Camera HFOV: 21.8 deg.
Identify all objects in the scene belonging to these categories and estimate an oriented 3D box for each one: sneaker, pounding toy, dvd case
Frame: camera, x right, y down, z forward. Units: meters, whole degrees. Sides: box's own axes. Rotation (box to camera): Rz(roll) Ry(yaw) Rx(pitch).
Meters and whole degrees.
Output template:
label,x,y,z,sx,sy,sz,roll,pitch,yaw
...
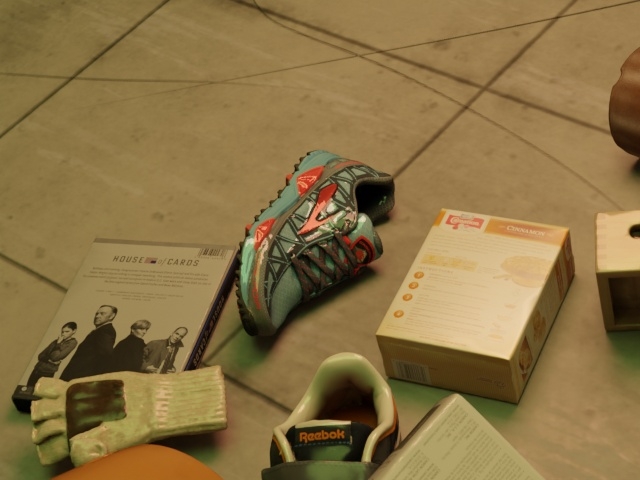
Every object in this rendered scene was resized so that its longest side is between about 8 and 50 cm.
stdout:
label,x,y,z,sx,sy,sz,roll,pitch,yaw
sneaker,0.006,0.243,1.487,0.126,0.127,0.321,-4,45,11
pounding toy,0.345,0.021,1.630,0.141,0.130,0.100,-4,56,13
sneaker,0.000,0.000,1.759,0.125,0.104,0.262,11,49,23
dvd case,-0.203,0.093,1.774,0.179,0.029,0.239,4,46,20

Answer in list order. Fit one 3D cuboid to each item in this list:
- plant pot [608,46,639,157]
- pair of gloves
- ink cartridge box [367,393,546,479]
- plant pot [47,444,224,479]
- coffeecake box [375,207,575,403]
label,x,y,z,sx,sy,sz,roll,pitch,yaw
plant pot,0.405,-0.133,1.749,0.165,0.167,0.167,21,53,44
pair of gloves,-0.192,0.225,1.601,0.204,0.042,0.240,-6,53,10
ink cartridge box,0.133,0.277,1.420,0.232,0.066,0.189,46,62,-3
plant pot,-0.172,0.305,1.383,0.291,0.291,0.203,17,35,30
coffeecake box,0.159,0.062,1.672,0.142,0.068,0.185,10,48,25
